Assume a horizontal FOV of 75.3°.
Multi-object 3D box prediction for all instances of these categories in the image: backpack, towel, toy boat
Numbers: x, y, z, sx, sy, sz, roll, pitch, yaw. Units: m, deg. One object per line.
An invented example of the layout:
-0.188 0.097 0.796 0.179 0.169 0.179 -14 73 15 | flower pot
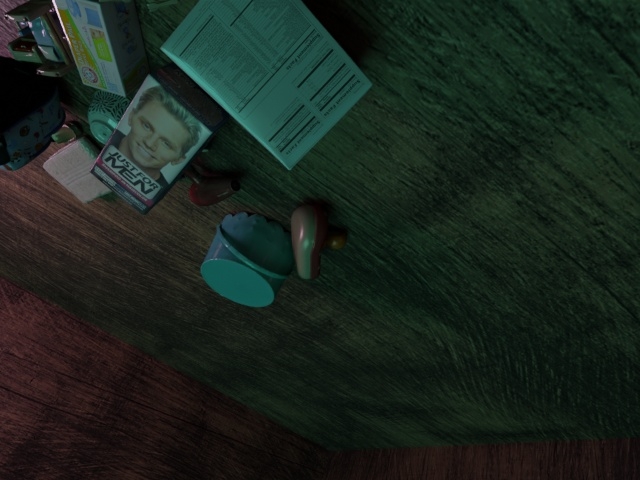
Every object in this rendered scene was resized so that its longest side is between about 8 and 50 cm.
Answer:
-0.801 -0.328 1.053 0.277 0.263 0.213 32 149 0 | backpack
-0.756 -0.220 1.334 0.282 0.049 0.187 -10 133 34 | towel
0.000 0.000 1.163 0.151 0.151 0.231 -9 142 -9 | toy boat

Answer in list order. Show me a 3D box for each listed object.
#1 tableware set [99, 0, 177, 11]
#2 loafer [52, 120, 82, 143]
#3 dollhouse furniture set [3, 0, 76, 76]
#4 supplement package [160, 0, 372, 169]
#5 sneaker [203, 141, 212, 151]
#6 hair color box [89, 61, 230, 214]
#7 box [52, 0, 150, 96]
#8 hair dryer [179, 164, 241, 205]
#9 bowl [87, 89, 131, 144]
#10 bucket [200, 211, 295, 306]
-0.337 -0.503 0.747 0.141 0.020 0.168 -9 139 -19 | tableware set
-0.765 -0.312 1.223 0.148 0.050 0.056 -4 135 30 | loafer
-0.639 -0.459 0.918 0.184 0.128 0.129 11 141 15 | dollhouse furniture set
-0.086 -0.300 0.712 0.198 0.199 0.263 -44 113 12 | supplement package
-0.355 -0.269 1.074 0.161 0.057 0.075 24 160 -4 | sneaker
-0.393 -0.229 0.995 0.174 0.105 0.347 42 126 -16 | hair color box
-0.456 -0.430 0.881 0.114 0.103 0.203 18 142 7 | box
-0.356 -0.171 1.131 0.294 0.080 0.223 16 158 5 | hair dryer
-0.553 -0.304 1.102 0.170 0.080 0.170 14 142 11 | bowl
-0.221 0.066 1.290 0.281 0.183 0.281 13 142 10 | bucket
